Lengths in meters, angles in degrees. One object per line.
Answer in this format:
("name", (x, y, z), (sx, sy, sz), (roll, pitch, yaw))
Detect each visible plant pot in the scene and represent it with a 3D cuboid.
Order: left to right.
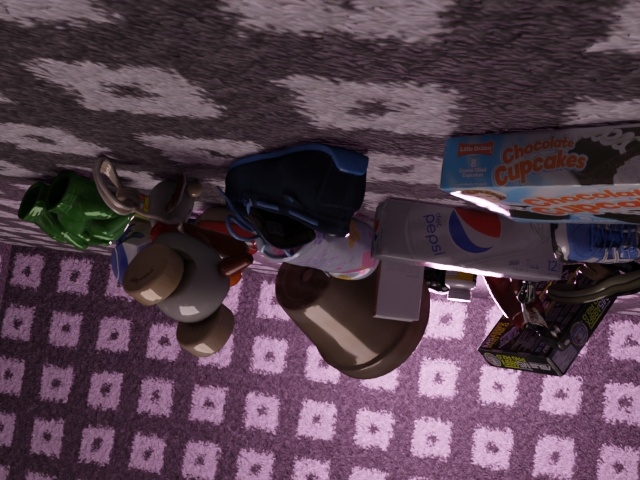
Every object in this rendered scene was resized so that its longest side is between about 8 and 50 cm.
("plant pot", (0.052, 0.132, 1.801), (0.323, 0.323, 0.280), (1, 154, 46))

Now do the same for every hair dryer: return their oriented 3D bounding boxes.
("hair dryer", (0.406, 0.080, 1.521), (0.080, 0.223, 0.293), (-20, -165, -14))

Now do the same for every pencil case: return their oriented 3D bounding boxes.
("pencil case", (0.000, 0.000, 1.317), (0.124, 0.113, 0.273), (-20, 161, 24))

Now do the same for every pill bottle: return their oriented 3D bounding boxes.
("pill bottle", (0.290, 0.065, 1.555), (0.065, 0.116, 0.065), (7, 174, 1))

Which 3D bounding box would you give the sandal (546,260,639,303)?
("sandal", (0.549, 0.061, 1.411), (0.120, 0.086, 0.303), (-6, 169, -28))

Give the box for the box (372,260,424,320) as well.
("box", (0.167, 0.084, 1.620), (0.091, 0.170, 0.130), (7, 173, 2))

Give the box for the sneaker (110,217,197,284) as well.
("sneaker", (-0.374, 0.014, 1.594), (0.182, 0.127, 0.315), (10, -164, 15))

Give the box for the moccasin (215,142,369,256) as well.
("moccasin", (-0.057, -0.045, 0.976), (0.138, 0.116, 0.342), (10, 173, -19))

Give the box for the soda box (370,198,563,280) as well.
("soda box", (0.228, 0.002, 1.185), (0.287, 0.091, 0.098), (8, 175, -4))

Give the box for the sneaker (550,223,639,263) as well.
("sneaker", (0.389, -0.008, 1.043), (0.211, 0.080, 0.081), (0, 174, -43))

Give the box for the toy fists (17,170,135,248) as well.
("toy fists", (-0.435, -0.044, 1.359), (0.142, 0.096, 0.279), (26, 160, -33))

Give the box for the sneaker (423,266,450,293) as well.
("sneaker", (0.261, 0.094, 2.000), (0.217, 0.079, 0.121), (3, 174, 44))

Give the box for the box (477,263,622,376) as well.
("box", (0.490, 0.161, 1.613), (0.060, 0.270, 0.216), (50, 157, -16))

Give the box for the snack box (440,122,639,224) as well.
("snack box", (0.301, -0.057, 0.722), (0.322, 0.060, 0.187), (2, 171, 40))

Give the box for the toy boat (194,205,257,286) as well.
("toy boat", (-0.183, 0.020, 1.532), (0.151, 0.151, 0.231), (9, 173, -15))

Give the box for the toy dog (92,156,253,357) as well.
("toy dog", (-0.180, -0.004, 1.092), (0.161, 0.333, 0.220), (-31, 148, 10))

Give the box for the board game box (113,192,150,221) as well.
("board game box", (-0.406, -0.066, 1.502), (0.182, 0.043, 0.092), (4, 173, 27))
